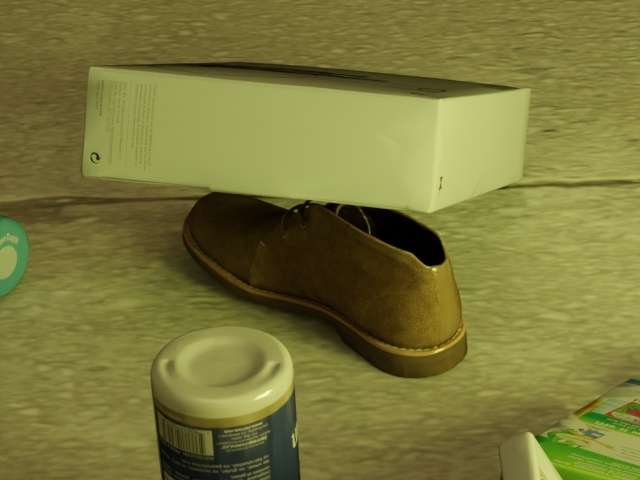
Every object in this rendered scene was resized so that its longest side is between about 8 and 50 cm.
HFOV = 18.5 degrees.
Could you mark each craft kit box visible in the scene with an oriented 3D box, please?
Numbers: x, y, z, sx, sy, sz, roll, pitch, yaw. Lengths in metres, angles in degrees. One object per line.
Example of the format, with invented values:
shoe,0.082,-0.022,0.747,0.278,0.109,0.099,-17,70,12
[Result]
craft kit box,0.276,0.165,1.292,0.250,0.061,0.246,13,10,26

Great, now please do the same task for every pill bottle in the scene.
pill bottle,-0.060,0.150,1.314,0.094,0.169,0.094,-2,31,1

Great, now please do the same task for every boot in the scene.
boot,0.000,0.000,1.619,0.112,0.115,0.305,-30,39,-35

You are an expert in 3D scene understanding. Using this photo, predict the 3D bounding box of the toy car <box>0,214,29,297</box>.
toy car,-0.389,-0.057,1.629,0.219,0.238,0.210,17,36,31

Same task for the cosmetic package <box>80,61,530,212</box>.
cosmetic package,0.003,-0.094,1.659,0.284,0.097,0.377,9,8,15

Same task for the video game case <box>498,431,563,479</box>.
video game case,0.166,0.247,1.108,0.026,0.206,0.227,-27,27,15
